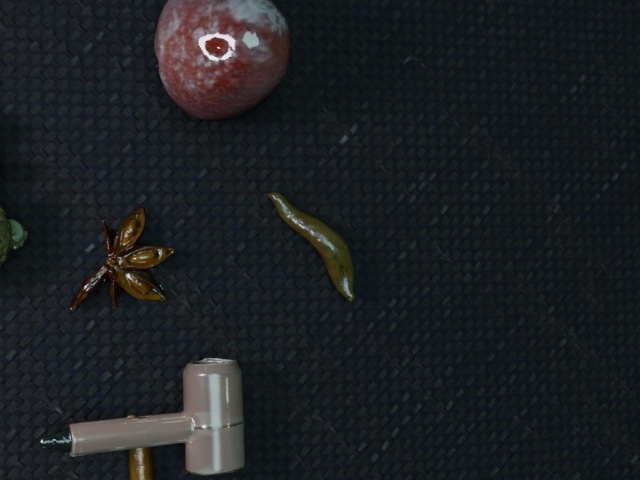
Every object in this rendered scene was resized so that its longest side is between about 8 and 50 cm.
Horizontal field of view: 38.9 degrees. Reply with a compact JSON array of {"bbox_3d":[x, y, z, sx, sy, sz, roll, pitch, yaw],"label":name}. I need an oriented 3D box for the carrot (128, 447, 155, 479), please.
[{"bbox_3d":[-0.311,0.380,1.558,0.048,0.048,0.139,-6,87,-15],"label":"carrot"}]

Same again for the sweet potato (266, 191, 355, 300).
[{"bbox_3d":[0.000,-0.003,1.651,0.069,0.059,0.249,-36,97,24],"label":"sweet potato"}]

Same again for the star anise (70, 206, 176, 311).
[{"bbox_3d":[-0.325,0.046,1.566,0.157,0.053,0.212,21,81,-13],"label":"star anise"}]

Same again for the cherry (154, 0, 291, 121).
[{"bbox_3d":[-0.173,-0.325,1.539,0.213,0.285,0.236,-37,115,-49],"label":"cherry"}]

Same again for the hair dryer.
[{"bbox_3d":[-0.289,0.302,1.506,0.344,0.107,0.189,-1,87,-29],"label":"hair dryer"}]

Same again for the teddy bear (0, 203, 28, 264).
[{"bbox_3d":[-0.600,-0.054,1.447,0.256,0.156,0.267,51,47,-3],"label":"teddy bear"}]
